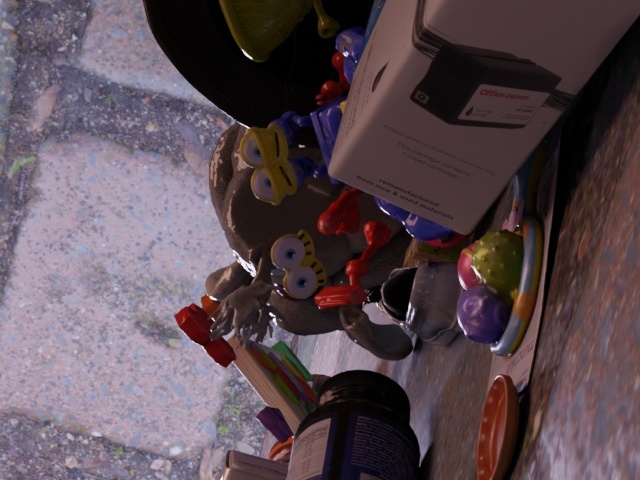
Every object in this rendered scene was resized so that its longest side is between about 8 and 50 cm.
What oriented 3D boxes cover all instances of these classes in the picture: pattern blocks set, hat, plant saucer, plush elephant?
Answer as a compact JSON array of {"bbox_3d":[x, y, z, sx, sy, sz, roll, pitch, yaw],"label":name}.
[{"bbox_3d":[-0.039,0.165,1.961,0.026,0.285,0.325,-42,-6,7],"label":"pattern blocks set"},{"bbox_3d":[-0.042,-0.220,1.725,0.134,0.331,0.331,-27,45,59],"label":"hat"},{"bbox_3d":[0.129,0.139,1.267,0.083,0.013,0.083,-170,90,-83],"label":"plant saucer"},{"bbox_3d":[0.000,0.000,1.903,0.330,0.272,0.255,-61,-16,-12],"label":"plush elephant"}]

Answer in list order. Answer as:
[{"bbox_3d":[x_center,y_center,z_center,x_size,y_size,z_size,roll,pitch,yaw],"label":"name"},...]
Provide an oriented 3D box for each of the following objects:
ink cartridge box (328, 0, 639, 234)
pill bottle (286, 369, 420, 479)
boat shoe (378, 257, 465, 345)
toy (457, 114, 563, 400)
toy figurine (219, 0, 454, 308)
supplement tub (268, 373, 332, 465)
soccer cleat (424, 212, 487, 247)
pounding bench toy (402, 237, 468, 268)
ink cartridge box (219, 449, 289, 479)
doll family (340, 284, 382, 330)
[{"bbox_3d":[0.134,-0.188,1.281,0.307,0.129,0.223,124,166,-51],"label":"ink cartridge box"},{"bbox_3d":[0.029,0.225,1.618,0.219,0.123,0.122,-79,5,-52],"label":"pill bottle"},{"bbox_3d":[0.098,0.049,1.625,0.227,0.081,0.079,135,150,-82],"label":"boat shoe"},{"bbox_3d":[0.139,0.013,1.358,0.137,0.056,0.237,113,172,-69],"label":"toy"},{"bbox_3d":[0.063,-0.128,1.513,0.191,0.217,0.362,-35,-66,-52],"label":"toy figurine"},{"bbox_3d":[-0.012,0.265,2.212,0.198,0.106,0.106,-81,7,-55],"label":"supplement tub"},{"bbox_3d":[0.149,-0.139,1.622,0.143,0.116,0.331,-33,-38,-35],"label":"soccer cleat"},{"bbox_3d":[0.115,0.008,1.757,0.065,0.052,0.083,110,174,-53],"label":"pounding bench toy"},{"bbox_3d":[-0.046,0.355,1.816,0.100,0.172,0.237,-112,37,-84],"label":"ink cartridge box"},{"bbox_3d":[0.060,0.043,2.342,0.111,0.076,0.193,-86,6,-51],"label":"doll family"}]
